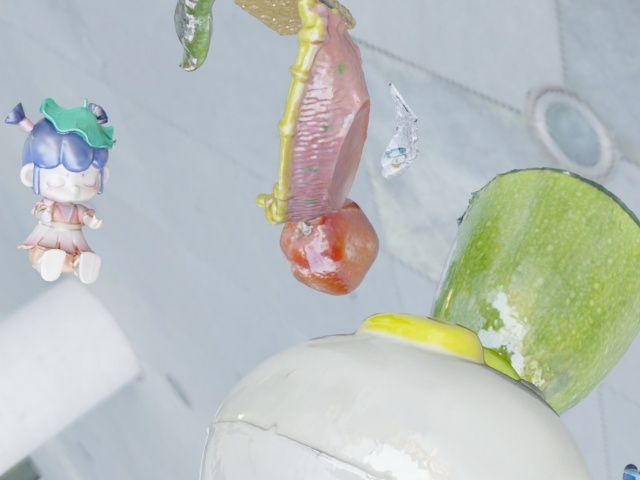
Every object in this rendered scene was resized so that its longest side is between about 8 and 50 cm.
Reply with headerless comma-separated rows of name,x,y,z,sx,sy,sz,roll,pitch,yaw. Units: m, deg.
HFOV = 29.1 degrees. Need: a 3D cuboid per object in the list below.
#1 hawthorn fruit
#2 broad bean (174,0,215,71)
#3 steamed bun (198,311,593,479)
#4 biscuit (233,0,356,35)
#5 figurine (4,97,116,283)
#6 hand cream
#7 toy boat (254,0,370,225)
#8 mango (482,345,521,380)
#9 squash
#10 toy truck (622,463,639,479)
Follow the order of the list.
hawthorn fruit,0.000,0.000,1.907,0.162,0.162,0.203,43,-170,25
broad bean,-0.212,-0.395,2.092,0.077,0.061,0.339,36,154,6
steamed bun,0.065,0.238,1.106,0.374,0.334,0.334,12,135,47
biscuit,-0.046,-0.333,1.724,0.131,0.025,0.231,-1,172,22
figurine,-0.279,-0.057,1.310,0.102,0.111,0.195,9,91,55
hand cream,0.138,-0.175,2.116,0.084,0.050,0.257,62,165,22
toy boat,-0.007,-0.105,1.229,0.099,0.141,0.318,30,146,10
mango,0.175,0.176,1.455,0.163,0.089,0.117,20,135,52
squash,0.271,0.106,1.664,0.310,0.309,0.310,19,134,21
toy truck,0.593,0.450,2.194,0.136,0.074,0.063,22,173,-23
